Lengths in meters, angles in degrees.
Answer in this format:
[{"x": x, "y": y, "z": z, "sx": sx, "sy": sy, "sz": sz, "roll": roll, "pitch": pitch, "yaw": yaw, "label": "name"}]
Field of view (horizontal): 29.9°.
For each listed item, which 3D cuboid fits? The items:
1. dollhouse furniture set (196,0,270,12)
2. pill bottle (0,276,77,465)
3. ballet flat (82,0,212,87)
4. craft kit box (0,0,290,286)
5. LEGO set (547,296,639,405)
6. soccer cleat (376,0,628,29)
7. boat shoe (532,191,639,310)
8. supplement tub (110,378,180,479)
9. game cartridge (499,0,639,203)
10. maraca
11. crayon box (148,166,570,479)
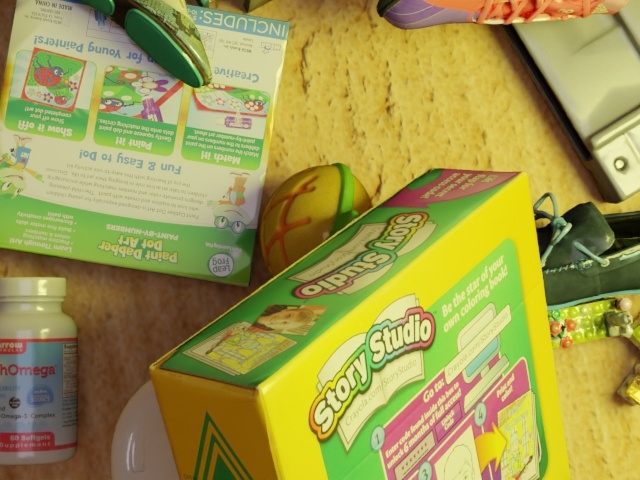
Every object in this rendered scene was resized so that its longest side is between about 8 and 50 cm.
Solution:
[{"x": -0.131, "y": -0.283, "z": 1.066, "sx": 0.129, "sy": 0.129, "sz": 0.183, "roll": -30, "pitch": 91, "yaw": -6, "label": "dollhouse furniture set"}, {"x": -0.257, "y": 0.113, "z": 1.055, "sx": 0.087, "sy": 0.087, "sz": 0.160, "roll": -1, "pitch": 87, "yaw": -6, "label": "pill bottle"}, {"x": -0.158, "y": -0.211, "z": 1.044, "sx": 0.188, "sy": 0.070, "sz": 0.070, "roll": 38, "pitch": 84, "yaw": -6, "label": "ballet flat"}, {"x": -0.167, "y": -0.096, "z": 1.093, "sx": 0.250, "sy": 0.061, "sz": 0.246, "roll": 10, "pitch": 84, "yaw": -5, "label": "craft kit box"}, {"x": 0.281, "y": 0.105, "z": 1.102, "sx": 0.287, "sy": 0.107, "sz": 0.132, "roll": 25, "pitch": 85, "yaw": -4, "label": "LEGO set"}, {"x": 0.206, "y": -0.238, "z": 1.060, "sx": 0.318, "sy": 0.108, "sz": 0.116, "roll": -24, "pitch": 94, "yaw": -9, "label": "soccer cleat"}, {"x": 0.240, "y": -0.002, "z": 1.105, "sx": 0.258, "sy": 0.109, "sz": 0.089, "roll": -9, "pitch": 127, "yaw": -18, "label": "boat shoe"}, {"x": -0.066, "y": 0.177, "z": 0.999, "sx": 0.144, "sy": 0.200, "sz": 0.144, "roll": -3, "pitch": 83, "yaw": 23, "label": "supplement tub"}, {"x": 0.283, "y": -0.243, "z": 1.146, "sx": 0.230, "sy": 0.068, "sz": 0.355, "roll": -32, "pitch": 91, "yaw": -2, "label": "game cartridge"}, {"x": 0.000, "y": 0.000, "z": 1.041, "sx": 0.099, "sy": 0.185, "sz": 0.127, "roll": 17, "pitch": 108, "yaw": -14, "label": "maraca"}, {"x": 0.057, "y": 0.153, "z": 0.927, "sx": 0.363, "sy": 0.106, "sz": 0.313, "roll": -35, "pitch": 120, "yaw": -46, "label": "crayon box"}]
